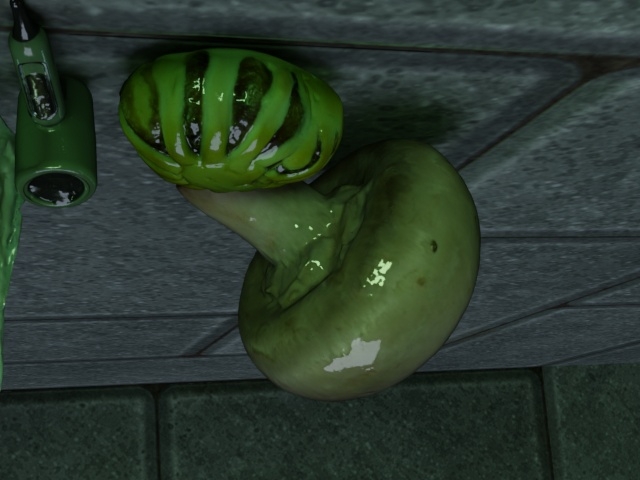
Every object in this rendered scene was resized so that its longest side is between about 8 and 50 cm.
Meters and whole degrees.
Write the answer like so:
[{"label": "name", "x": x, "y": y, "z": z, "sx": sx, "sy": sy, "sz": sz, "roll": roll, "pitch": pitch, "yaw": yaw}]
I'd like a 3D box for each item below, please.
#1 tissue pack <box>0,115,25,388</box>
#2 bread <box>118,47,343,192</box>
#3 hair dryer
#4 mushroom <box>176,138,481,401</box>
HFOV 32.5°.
[{"label": "tissue pack", "x": -0.421, "y": 0.007, "z": 0.572, "sx": 0.404, "sy": 0.205, "sz": 0.332, "roll": -10, "pitch": 163, "yaw": 20}, {"label": "bread", "x": -0.054, "y": -0.068, "z": 0.665, "sx": 0.130, "sy": 0.071, "sz": 0.139, "roll": -3, "pitch": 168, "yaw": 14}, {"label": "hair dryer", "x": -0.156, "y": -0.085, "z": 0.602, "sx": 0.047, "sy": 0.071, "sz": 0.150, "roll": -7, "pitch": 151, "yaw": -5}, {"label": "mushroom", "x": 0.000, "y": 0.000, "z": 0.786, "sx": 0.215, "sy": 0.207, "sz": 0.207, "roll": 37, "pitch": 152, "yaw": -16}]
